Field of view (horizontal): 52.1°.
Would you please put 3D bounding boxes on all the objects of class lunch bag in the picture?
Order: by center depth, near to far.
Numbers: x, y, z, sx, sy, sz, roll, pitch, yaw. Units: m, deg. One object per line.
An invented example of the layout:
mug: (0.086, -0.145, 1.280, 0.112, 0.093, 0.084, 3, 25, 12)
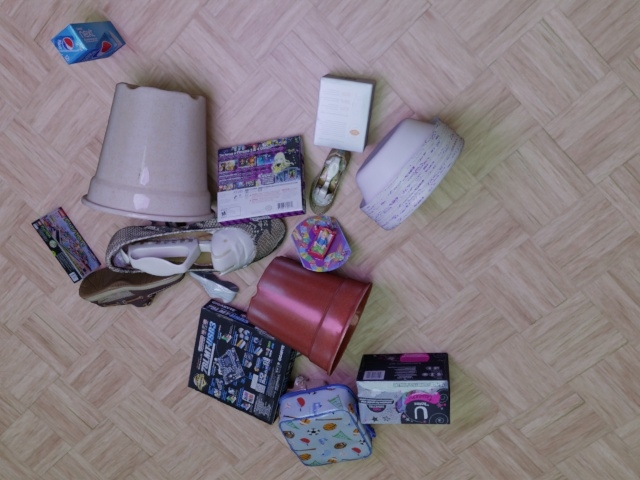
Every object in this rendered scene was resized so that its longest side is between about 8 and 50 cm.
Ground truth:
lunch bag: (0.025, 0.539, 1.897, 0.243, 0.115, 0.303, -16, 133, 11)

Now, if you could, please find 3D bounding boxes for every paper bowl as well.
paper bowl: (0.194, -0.174, 1.550, 0.148, 0.284, 0.284, 41, 112, -5)

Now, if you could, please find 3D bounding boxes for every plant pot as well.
plant pot: (-0.413, -0.229, 1.652, 0.334, 0.334, 0.305, 11, 101, 7)
plant pot: (-0.036, 0.183, 1.754, 0.265, 0.272, 0.272, 24, 113, 10)

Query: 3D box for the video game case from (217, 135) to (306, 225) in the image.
video game case: (-0.154, -0.154, 1.694, 0.232, 0.042, 0.210, -8, 71, 13)

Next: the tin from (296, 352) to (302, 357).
tin: (-0.108, 0.259, 1.905, 0.106, 0.040, 0.189, -37, 100, 16)

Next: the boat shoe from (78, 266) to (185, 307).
boat shoe: (-0.529, 0.130, 1.906, 0.342, 0.123, 0.123, -16, 137, 15)

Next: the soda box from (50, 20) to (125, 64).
soda box: (-0.568, -0.491, 1.618, 0.067, 0.210, 0.071, -30, 103, 19)

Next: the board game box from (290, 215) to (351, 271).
board game box: (0.000, 0.000, 1.724, 0.133, 0.033, 0.168, -19, 62, -9)

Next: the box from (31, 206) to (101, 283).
box: (-0.730, 0.012, 1.888, 0.036, 0.114, 0.207, -27, 103, 18)

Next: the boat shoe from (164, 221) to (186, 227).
boat shoe: (-0.398, -0.007, 1.855, 0.049, 0.056, 0.152, -6, 108, 27)

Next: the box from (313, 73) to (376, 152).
box: (0.059, -0.317, 1.627, 0.130, 0.091, 0.170, 10, 111, 7)

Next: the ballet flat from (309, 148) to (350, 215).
ballet flat: (0.016, -0.152, 1.709, 0.073, 0.067, 0.206, 21, 113, 3)

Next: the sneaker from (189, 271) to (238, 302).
sneaker: (-0.315, 0.131, 1.886, 0.152, 0.053, 0.061, 30, 115, -2)

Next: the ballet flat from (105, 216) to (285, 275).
ballet flat: (-0.332, 0.031, 1.737, 0.483, 0.182, 0.164, -5, 115, 0)

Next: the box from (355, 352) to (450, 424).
box: (0.235, 0.414, 1.826, 0.247, 0.163, 0.142, -4, 108, 13)

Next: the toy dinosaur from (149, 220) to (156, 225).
toy dinosaur: (-0.495, -0.080, 1.861, 0.090, 0.047, 0.082, -25, 96, -16)

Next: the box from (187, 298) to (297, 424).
box: (-0.230, 0.355, 1.914, 0.293, 0.073, 0.295, 20, 114, 15)

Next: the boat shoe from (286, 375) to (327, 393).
boat shoe: (-0.064, 0.432, 1.945, 0.170, 0.063, 0.059, -12, 113, 16)
